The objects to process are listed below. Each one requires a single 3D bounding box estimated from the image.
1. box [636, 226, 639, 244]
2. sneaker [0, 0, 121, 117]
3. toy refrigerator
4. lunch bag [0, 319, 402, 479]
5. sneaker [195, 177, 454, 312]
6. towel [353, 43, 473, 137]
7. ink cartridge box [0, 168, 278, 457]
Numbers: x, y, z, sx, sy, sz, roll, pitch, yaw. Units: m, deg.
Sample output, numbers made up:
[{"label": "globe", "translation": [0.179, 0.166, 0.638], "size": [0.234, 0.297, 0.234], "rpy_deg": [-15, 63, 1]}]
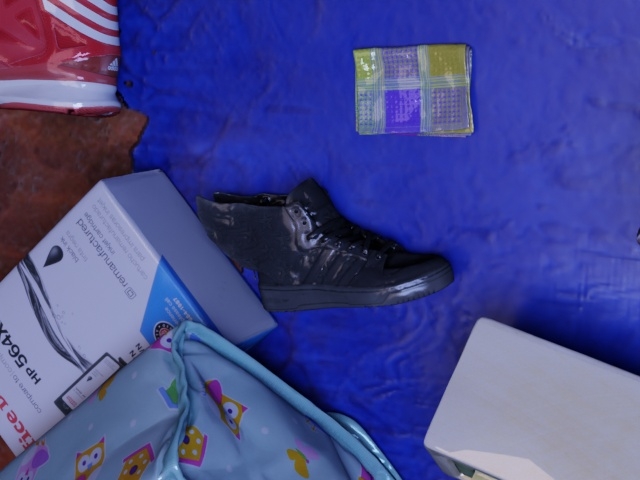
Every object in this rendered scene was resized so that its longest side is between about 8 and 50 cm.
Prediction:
[{"label": "box", "translation": [0.299, 0.000, 0.570], "size": [0.203, 0.167, 0.168], "rpy_deg": [47, 114, 11]}, {"label": "sneaker", "translation": [-0.244, -0.162, 0.846], "size": [0.221, 0.087, 0.128], "rpy_deg": [8, 94, 11]}, {"label": "toy refrigerator", "translation": [0.202, 0.145, 0.658], "size": [0.270, 0.102, 0.094], "rpy_deg": [21, 76, 19]}, {"label": "lunch bag", "translation": [-0.067, 0.210, 0.767], "size": [0.262, 0.160, 0.223], "rpy_deg": [35, 117, -30]}, {"label": "sneaker", "translation": [0.001, -0.001, 0.768], "size": [0.170, 0.051, 0.089], "rpy_deg": [-7, 100, 28]}, {"label": "towel", "translation": [0.060, -0.098, 0.748], "size": [0.083, 0.009, 0.060], "rpy_deg": [4, 101, 23]}, {"label": "ink cartridge box", "translation": [-0.157, 0.070, 0.832], "size": [0.203, 0.086, 0.148], "rpy_deg": [-42, 81, 23]}]
